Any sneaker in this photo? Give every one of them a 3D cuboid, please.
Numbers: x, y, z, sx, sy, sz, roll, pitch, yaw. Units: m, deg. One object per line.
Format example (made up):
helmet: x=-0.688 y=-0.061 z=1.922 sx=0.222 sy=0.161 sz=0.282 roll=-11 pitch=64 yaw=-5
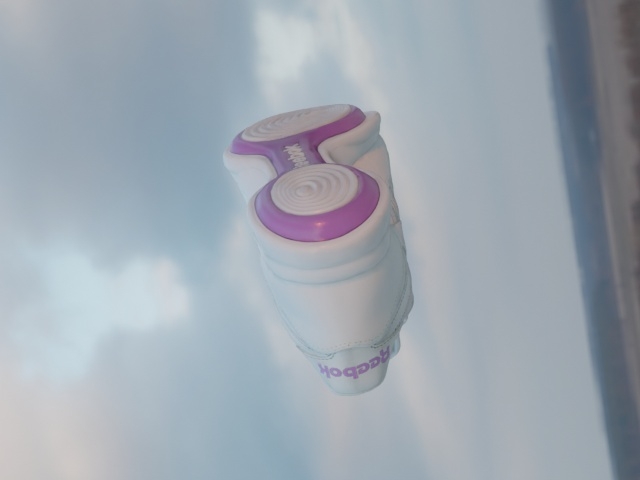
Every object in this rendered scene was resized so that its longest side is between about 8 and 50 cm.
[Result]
sneaker: x=0.000 y=0.000 z=1.095 sx=0.305 sy=0.114 sz=0.152 roll=-91 pitch=-12 yaw=-68
